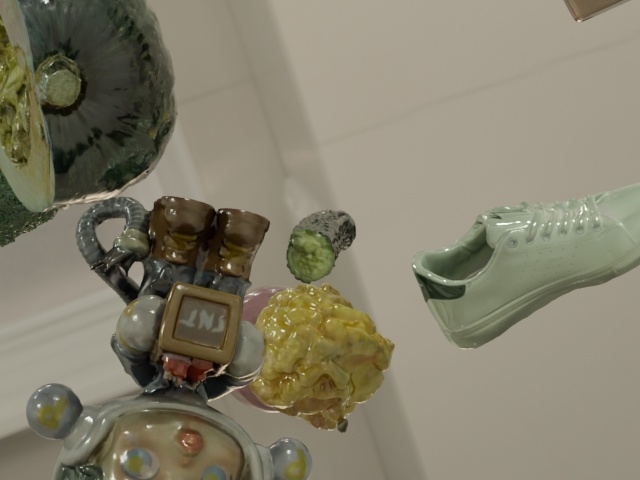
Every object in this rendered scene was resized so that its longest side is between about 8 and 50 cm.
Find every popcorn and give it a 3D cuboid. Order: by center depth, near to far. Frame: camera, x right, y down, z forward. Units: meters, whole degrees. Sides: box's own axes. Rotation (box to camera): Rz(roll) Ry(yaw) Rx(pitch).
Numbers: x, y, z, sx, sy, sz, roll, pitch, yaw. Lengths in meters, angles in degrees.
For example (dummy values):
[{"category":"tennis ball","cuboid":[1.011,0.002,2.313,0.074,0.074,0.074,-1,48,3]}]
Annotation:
[{"category":"popcorn","cuboid":[-0.003,0.140,1.890,0.180,0.180,0.170,-16,58,8]}]

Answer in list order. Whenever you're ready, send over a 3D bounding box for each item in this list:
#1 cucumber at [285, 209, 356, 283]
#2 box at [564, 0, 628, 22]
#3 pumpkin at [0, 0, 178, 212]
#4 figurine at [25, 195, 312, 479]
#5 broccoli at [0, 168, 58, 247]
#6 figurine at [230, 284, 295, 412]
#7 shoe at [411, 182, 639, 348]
[{"category":"cucumber","cuboid":[0.000,-0.001,1.623,0.058,0.058,0.187,-16,6,9]},{"category":"box","cuboid":[0.264,-0.233,1.385,0.115,0.048,0.025,-24,-11,-6]},{"category":"pumpkin","cuboid":[-0.260,-0.191,1.765,0.196,0.293,0.263,-17,18,-23]},{"category":"figurine","cuboid":[-0.128,0.154,1.438,0.261,0.382,0.186,12,-11,-3]},{"category":"broccoli","cuboid":[-0.520,-0.122,2.347,0.307,0.275,0.308,3,-2,0]},{"category":"figurine","cuboid":[-0.063,0.140,2.072,0.173,0.173,0.173,-17,15,5]},{"category":"shoe","cuboid":[0.286,-0.005,2.074,0.363,0.160,0.132,-30,35,14]}]
